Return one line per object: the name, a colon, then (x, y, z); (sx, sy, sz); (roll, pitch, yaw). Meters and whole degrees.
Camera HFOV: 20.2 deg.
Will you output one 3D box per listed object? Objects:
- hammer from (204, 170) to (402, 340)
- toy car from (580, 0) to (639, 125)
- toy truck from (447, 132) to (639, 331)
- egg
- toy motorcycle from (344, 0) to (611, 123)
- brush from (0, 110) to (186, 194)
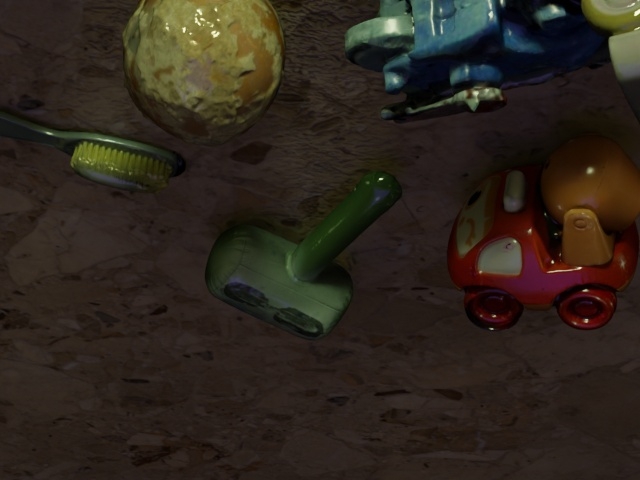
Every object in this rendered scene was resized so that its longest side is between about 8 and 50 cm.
hammer: (0.000, 0.000, 2.423); (0.206, 0.119, 0.335); (25, 135, -23)
toy car: (0.391, -0.261, 1.751); (0.226, 0.336, 0.242); (-9, 146, 24)
toy truck: (0.282, -0.026, 2.259); (0.265, 0.189, 0.239); (-2, 134, 15)
egg: (-0.134, -0.209, 2.075); (0.195, 0.195, 0.233); (5, 157, 5)
toy motorcycle: (0.193, -0.245, 2.011); (0.319, 0.241, 0.182); (-11, 100, 35)
brush: (-0.325, -0.111, 2.364); (0.297, 0.060, 0.068); (14, 147, -9)
